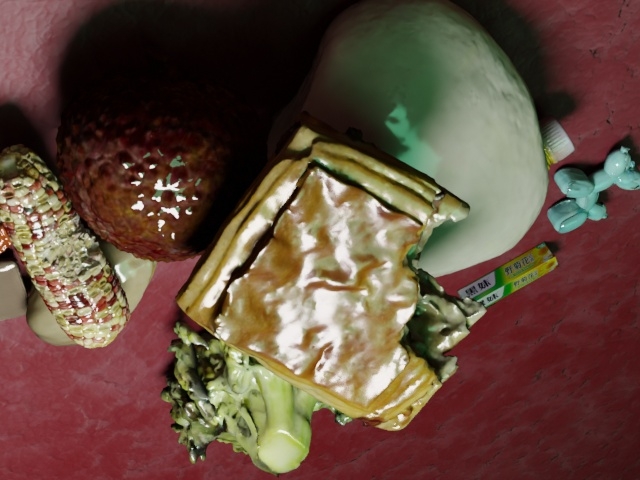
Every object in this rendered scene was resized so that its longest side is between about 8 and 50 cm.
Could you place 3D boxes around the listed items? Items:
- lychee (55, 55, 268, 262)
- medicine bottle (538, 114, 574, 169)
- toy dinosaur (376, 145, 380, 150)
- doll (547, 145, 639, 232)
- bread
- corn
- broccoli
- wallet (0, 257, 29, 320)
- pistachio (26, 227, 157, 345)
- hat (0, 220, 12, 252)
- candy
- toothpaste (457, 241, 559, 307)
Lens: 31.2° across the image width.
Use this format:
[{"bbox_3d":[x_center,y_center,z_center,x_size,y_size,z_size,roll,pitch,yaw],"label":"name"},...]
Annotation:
[{"bbox_3d":[-0.194,-0.094,1.388,0.260,0.260,0.260,-16,139,-14],"label":"lychee"},{"bbox_3d":[0.280,-0.105,1.746,0.212,0.122,0.122,-34,140,8],"label":"medicine bottle"},{"bbox_3d":[-0.002,0.003,1.490,0.251,0.072,0.200,-11,122,31],"label":"toy dinosaur"},{"bbox_3d":[0.462,-0.090,1.914,0.158,0.059,0.159,-11,136,-17],"label":"doll"},{"bbox_3d":[0.034,0.029,1.367,0.370,0.191,0.314,28,108,-27],"label":"bread"},{"bbox_3d":[-0.324,0.011,1.426,0.098,0.098,0.290,-23,125,-5],"label":"corn"},{"bbox_3d":[-0.089,0.212,1.816,0.334,0.272,0.324,-36,101,20],"label":"broccoli"},{"bbox_3d":[-0.483,0.076,1.582,0.152,0.039,0.118,-12,136,-12],"label":"wallet"},{"bbox_3d":[-0.316,0.060,1.585,0.226,0.136,0.136,-39,139,16],"label":"pistachio"},{"bbox_3d":[-0.434,-0.065,1.421,0.112,0.093,0.162,-48,137,-17],"label":"hat"},{"bbox_3d":[0.133,-0.110,1.564,0.427,0.186,0.386,31,108,-30],"label":"candy"},{"bbox_3d":[0.331,0.068,2.020,0.178,0.043,0.037,-30,140,3],"label":"toothpaste"}]
